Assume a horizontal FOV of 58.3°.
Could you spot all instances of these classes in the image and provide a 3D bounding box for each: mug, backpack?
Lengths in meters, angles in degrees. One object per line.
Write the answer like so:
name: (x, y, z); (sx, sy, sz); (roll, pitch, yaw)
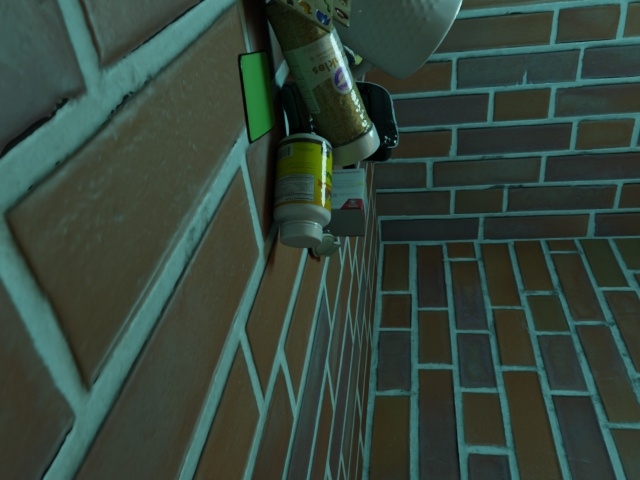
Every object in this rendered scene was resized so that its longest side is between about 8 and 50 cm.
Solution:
mug: (0.099, -0.557, 1.388); (0.374, 0.328, 0.276); (-49, -156, 36)
backpack: (0.127, -0.378, 1.850); (0.191, 0.225, 0.254); (126, -38, -69)

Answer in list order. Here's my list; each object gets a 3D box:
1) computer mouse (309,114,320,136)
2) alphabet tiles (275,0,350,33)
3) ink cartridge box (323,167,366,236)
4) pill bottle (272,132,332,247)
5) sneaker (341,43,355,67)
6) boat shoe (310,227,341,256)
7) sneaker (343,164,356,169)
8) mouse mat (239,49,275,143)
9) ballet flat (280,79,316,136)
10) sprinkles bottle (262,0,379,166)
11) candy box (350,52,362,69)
computer mouse: (0.019, -0.396, 1.646); (0.188, 0.072, 0.272); (72, 20, -56)
alphabet tiles: (-0.040, -0.485, 1.038); (0.237, 0.009, 0.198); (21, 59, -31)
ink cartridge box: (0.075, -0.117, 1.761); (0.127, 0.128, 0.176); (78, 15, -48)
pill bottle: (-0.036, -0.098, 1.159); (0.117, 0.117, 0.215); (61, 29, -69)
sneaker: (0.039, -0.612, 1.717); (0.297, 0.111, 0.129); (63, 22, -70)
boat shoe: (0.000, 0.000, 1.580); (0.065, 0.075, 0.206); (47, 6, 16)
sneaker: (0.114, -0.334, 2.238); (0.089, 0.051, 0.170); (-67, 151, -56)
mouse mat: (-0.114, -0.270, 1.060); (0.190, 0.007, 0.153); (-63, 150, -67)
ballet flat: (-0.038, -0.246, 1.267); (0.068, 0.072, 0.213); (-26, 118, -37)
sprinkles bottle: (0.008, -0.330, 1.175); (0.121, 0.121, 0.355); (-77, 146, -55)
candy box: (0.114, -0.654, 1.919); (0.316, 0.087, 0.183); (-143, -130, -78)
